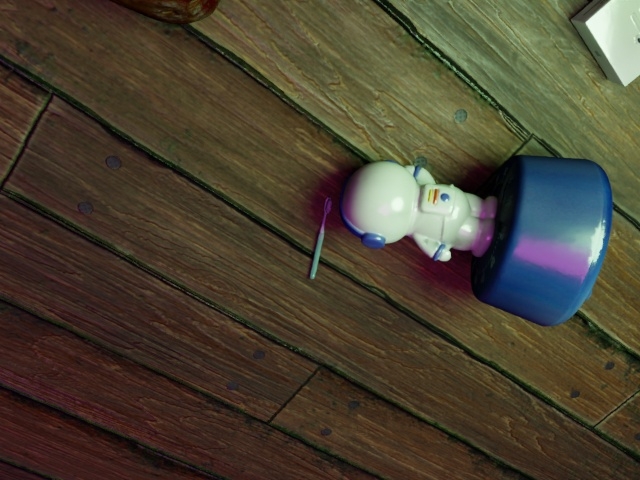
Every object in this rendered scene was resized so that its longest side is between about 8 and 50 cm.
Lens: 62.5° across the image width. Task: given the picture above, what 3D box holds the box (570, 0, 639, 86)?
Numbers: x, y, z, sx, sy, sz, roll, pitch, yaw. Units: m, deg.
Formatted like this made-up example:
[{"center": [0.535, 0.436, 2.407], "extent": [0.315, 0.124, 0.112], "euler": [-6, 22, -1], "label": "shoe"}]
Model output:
[{"center": [0.476, -0.332, 0.802], "extent": [0.130, 0.051, 0.129], "euler": [-41, 114, 16], "label": "box"}]

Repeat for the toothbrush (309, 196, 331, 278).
[{"center": [0.000, 0.000, 0.954], "extent": [0.011, 0.014, 0.167], "euler": [4, 118, -17], "label": "toothbrush"}]

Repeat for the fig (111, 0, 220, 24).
[{"center": [-0.261, -0.367, 0.677], "extent": [0.274, 0.170, 0.146], "euler": [10, 99, 11], "label": "fig"}]

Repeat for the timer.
[{"center": [0.220, -0.035, 0.854], "extent": [0.383, 0.270, 0.270], "euler": [14, 117, 5], "label": "timer"}]
